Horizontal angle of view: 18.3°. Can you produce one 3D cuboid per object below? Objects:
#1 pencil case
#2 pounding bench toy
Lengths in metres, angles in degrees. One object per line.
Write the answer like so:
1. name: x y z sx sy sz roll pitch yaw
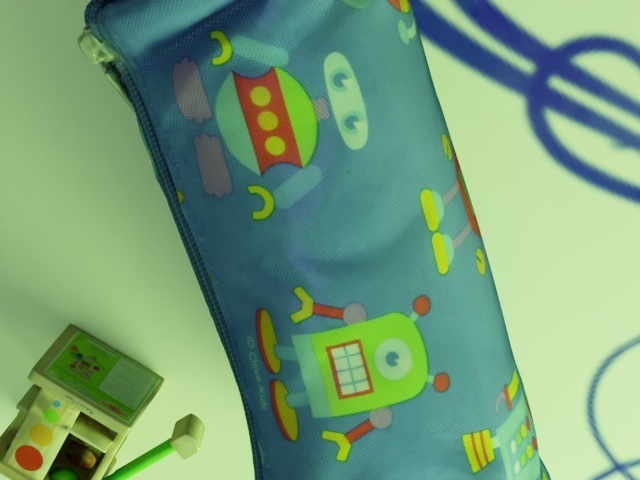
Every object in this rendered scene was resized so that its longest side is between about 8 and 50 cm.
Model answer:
1. pencil case: 0.000 0.000 0.820 0.133 0.119 0.306 -20 107 -4
2. pounding bench toy: -0.102 0.094 0.923 0.083 0.052 0.065 30 116 0
